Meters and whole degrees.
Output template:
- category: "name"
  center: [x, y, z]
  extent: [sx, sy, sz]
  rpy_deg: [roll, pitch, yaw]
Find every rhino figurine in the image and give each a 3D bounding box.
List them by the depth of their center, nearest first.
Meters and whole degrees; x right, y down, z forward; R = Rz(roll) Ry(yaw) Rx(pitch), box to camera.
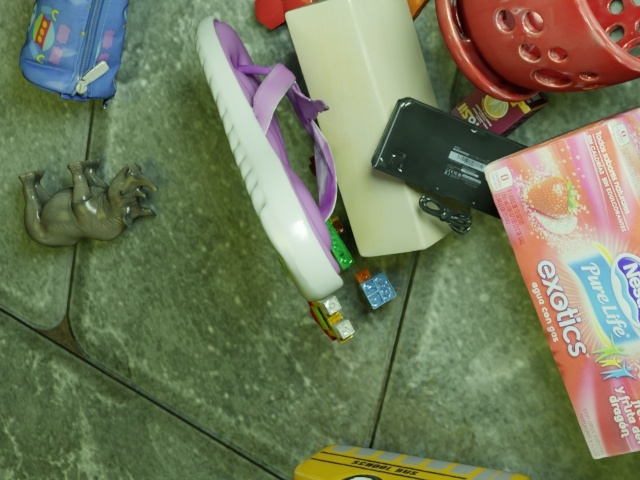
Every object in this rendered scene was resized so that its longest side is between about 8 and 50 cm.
- category: "rhino figurine"
  center: [-0.293, -0.049, 1.800]
  extent: [0.243, 0.073, 0.106]
  rpy_deg: [-8, 96, 37]

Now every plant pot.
- category: "plant pot"
  center: [0.211, -0.221, 1.289]
  extent: [0.174, 0.191, 0.191]
  rpy_deg: [-16, 95, 42]

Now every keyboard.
- category: "keyboard"
  center: [0.140, -0.064, 1.419]
  extent: [0.180, 0.023, 0.108]
  rpy_deg: [21, 95, -13]

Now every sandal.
- category: "sandal"
  center: [-0.029, -0.093, 1.410]
  extent: [0.416, 0.102, 0.169]
  rpy_deg: [-112, -4, -47]

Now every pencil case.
- category: "pencil case"
  center: [-0.267, -0.303, 1.664]
  extent: [0.133, 0.119, 0.306]
  rpy_deg: [59, 137, 45]

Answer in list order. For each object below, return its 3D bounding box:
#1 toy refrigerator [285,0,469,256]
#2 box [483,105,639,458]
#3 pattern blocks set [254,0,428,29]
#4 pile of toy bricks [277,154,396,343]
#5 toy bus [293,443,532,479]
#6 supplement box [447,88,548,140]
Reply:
- category: "toy refrigerator"
  center: [0.059, -0.127, 1.476]
  extent: [0.094, 0.102, 0.269]
  rpy_deg: [-8, 106, 38]
- category: "box"
  center: [0.296, 0.034, 1.334]
  extent: [0.142, 0.154, 0.299]
  rpy_deg: [-20, 91, 38]
- category: "pattern blocks set"
  center: [0.041, -0.361, 1.470]
  extent: [0.325, 0.026, 0.285]
  rpy_deg: [-1, 109, 36]
- category: "pile of toy bricks"
  center: [0.000, 0.000, 1.593]
  extent: [0.212, 0.118, 0.105]
  rpy_deg: [62, 165, -10]
- category: "toy bus"
  center: [0.124, 0.312, 1.566]
  extent: [0.333, 0.130, 0.108]
  rpy_deg: [3, 106, 36]
- category: "supplement box"
  center: [0.179, -0.135, 1.434]
  extent: [0.083, 0.043, 0.055]
  rpy_deg: [-41, 79, 39]
